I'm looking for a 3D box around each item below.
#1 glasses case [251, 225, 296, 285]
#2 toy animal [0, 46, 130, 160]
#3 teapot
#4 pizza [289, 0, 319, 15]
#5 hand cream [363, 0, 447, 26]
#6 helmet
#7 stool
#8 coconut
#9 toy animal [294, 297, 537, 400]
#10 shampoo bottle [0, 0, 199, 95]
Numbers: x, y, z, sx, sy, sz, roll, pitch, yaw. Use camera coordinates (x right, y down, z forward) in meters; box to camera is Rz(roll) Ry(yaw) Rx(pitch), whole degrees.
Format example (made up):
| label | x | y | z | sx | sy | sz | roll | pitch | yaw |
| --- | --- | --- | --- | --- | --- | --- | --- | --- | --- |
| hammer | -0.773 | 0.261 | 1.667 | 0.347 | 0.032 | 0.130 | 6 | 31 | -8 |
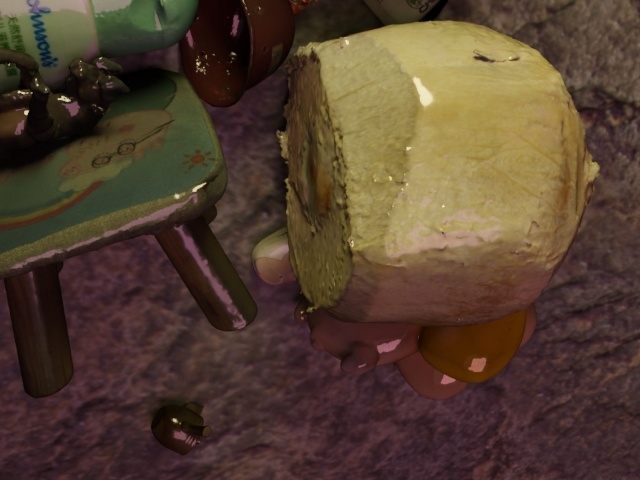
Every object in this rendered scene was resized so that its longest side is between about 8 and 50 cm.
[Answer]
| label | x | y | z | sx | sy | sz | roll | pitch | yaw |
| --- | --- | --- | --- | --- | --- | --- | --- | --- | --- |
| glasses case | 0.000 | 0.000 | 1.323 | 0.204 | 0.051 | 0.081 | -26 | 126 | -4 |
| toy animal | -0.313 | -0.122 | 0.940 | 0.233 | 0.084 | 0.148 | -26 | 157 | 5 |
| teapot | -0.202 | 0.277 | 1.403 | 0.080 | 0.110 | 0.085 | 33 | 62 | -21 |
| pizza | -0.026 | -0.308 | 1.109 | 0.099 | 0.029 | 0.100 | -15 | 130 | 4 |
| hand cream | 0.051 | -0.365 | 1.102 | 0.121 | 0.076 | 0.336 | -43 | 134 | 15 |
| helmet | -0.089 | -0.242 | 1.083 | 0.106 | 0.155 | 0.175 | -20 | 147 | -36 |
| stool | -0.248 | -0.016 | 1.054 | 0.311 | 0.310 | 0.226 | -19 | 128 | -6 |
| coconut | 0.154 | -0.079 | 1.128 | 0.405 | 0.404 | 0.404 | -10 | 125 | -15 |
| toy animal | 0.166 | 0.137 | 1.361 | 0.345 | 0.277 | 0.246 | -25 | 141 | -8 |
| shampoo bottle | -0.301 | -0.251 | 0.974 | 0.350 | 0.151 | 0.221 | -13 | 129 | -14 |
